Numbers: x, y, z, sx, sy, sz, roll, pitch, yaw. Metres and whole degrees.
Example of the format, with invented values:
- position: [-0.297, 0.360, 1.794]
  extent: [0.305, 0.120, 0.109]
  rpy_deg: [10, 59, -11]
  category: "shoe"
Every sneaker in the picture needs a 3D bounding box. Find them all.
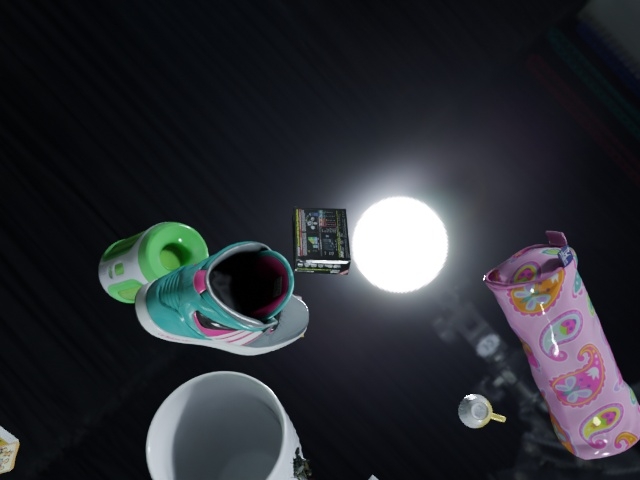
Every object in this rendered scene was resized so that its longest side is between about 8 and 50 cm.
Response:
- position: [-0.085, 0.080, 1.166]
  extent: [0.178, 0.123, 0.295]
  rpy_deg: [-23, 158, 40]
  category: "sneaker"

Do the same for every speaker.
- position: [-0.303, 0.043, 1.497]
  extent: [0.131, 0.131, 0.296]
  rpy_deg: [-41, -167, -27]
  category: "speaker"

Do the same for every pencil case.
- position: [0.314, 0.135, 1.066]
  extent: [0.124, 0.284, 0.124]
  rpy_deg: [-25, -165, 7]
  category: "pencil case"

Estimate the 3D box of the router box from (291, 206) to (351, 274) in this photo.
- position: [0.000, 0.000, 1.411]
  extent: [0.038, 0.092, 0.122]
  rpy_deg: [101, -11, -48]
  category: "router box"

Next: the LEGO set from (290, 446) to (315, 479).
- position: [-0.026, 0.309, 1.124]
  extent: [0.023, 0.054, 0.083]
  rpy_deg: [-19, 142, 1]
  category: "LEGO set"

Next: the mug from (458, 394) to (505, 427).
- position: [0.297, 0.314, 1.555]
  extent: [0.078, 0.062, 0.064]
  rpy_deg: [-15, 168, -1]
  category: "mug"

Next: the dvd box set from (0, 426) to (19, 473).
- position: [-0.705, 0.288, 1.220]
  extent: [0.420, 0.308, 0.062]
  rpy_deg: [0, 113, -60]
  category: "dvd box set"

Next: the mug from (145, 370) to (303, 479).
- position: [-0.193, 0.494, 1.685]
  extent: [0.374, 0.276, 0.328]
  rpy_deg: [-59, 156, -25]
  category: "mug"

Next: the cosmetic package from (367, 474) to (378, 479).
- position: [0.075, 0.637, 1.829]
  extent: [0.239, 0.099, 0.060]
  rpy_deg: [-47, 142, -12]
  category: "cosmetic package"

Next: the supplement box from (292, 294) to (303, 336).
- position: [-0.068, 0.153, 1.669]
  extent: [0.055, 0.083, 0.043]
  rpy_deg: [-17, 159, 39]
  category: "supplement box"
